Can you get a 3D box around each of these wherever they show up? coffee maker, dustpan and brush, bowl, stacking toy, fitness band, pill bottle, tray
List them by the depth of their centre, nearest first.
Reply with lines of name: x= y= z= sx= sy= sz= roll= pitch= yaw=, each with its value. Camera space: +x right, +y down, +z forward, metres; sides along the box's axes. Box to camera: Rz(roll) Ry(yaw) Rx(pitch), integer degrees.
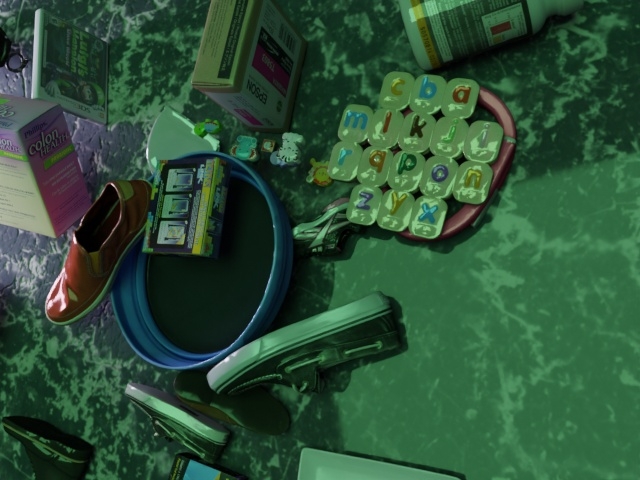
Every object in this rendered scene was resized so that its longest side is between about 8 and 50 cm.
tray: x=0.089 y=0.431 z=1.137 sx=0.270 sy=0.030 sz=0.145 roll=5 pitch=80 yaw=20
pill bottle: x=0.278 y=-0.400 z=1.168 sx=0.278 sy=0.162 sz=0.162 roll=-15 pitch=74 yaw=16
fitness band: x=0.209 y=-0.134 z=1.197 sx=0.209 sy=0.054 sz=0.291 roll=28 pitch=88 yaw=22
stacking toy: x=-0.098 y=-0.153 z=1.247 sx=0.221 sy=0.167 sz=0.052 roll=13 pitch=84 yaw=20
bowl: x=-0.216 y=0.037 z=1.260 sx=0.391 sy=0.077 sz=0.391 roll=-8 pitch=74 yaw=31
dustpan and brush: x=-0.306 y=-0.139 z=1.384 sx=0.147 sy=0.060 sz=0.211 roll=36 pitch=86 yaw=12
coffee maker: x=-0.782 y=-0.426 z=1.564 sx=0.178 sy=0.171 sz=0.120 roll=11 pitch=60 yaw=42

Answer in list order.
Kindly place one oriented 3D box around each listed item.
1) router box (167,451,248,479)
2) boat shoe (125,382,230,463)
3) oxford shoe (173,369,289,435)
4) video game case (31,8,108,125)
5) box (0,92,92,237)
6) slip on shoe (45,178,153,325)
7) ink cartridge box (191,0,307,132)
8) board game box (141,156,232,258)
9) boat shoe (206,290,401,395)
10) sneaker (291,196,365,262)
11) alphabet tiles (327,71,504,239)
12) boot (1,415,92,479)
router box: x=-0.215 y=0.479 z=1.224 sx=0.133 sy=0.046 sz=0.179 roll=14 pitch=84 yaw=21
boat shoe: x=-0.269 y=0.326 z=1.258 sx=0.219 sy=0.078 sz=0.070 roll=24 pitch=87 yaw=20
oxford shoe: x=-0.154 y=0.290 z=1.236 sx=0.212 sy=0.076 sz=0.076 roll=21 pitch=56 yaw=8
video game case: x=-0.505 y=-0.348 z=1.426 sx=0.022 sy=0.173 sz=0.190 roll=-10 pitch=76 yaw=29
box: x=-0.596 y=-0.151 z=1.376 sx=0.213 sy=0.243 sz=0.117 roll=12 pitch=41 yaw=21
slip on shoe: x=-0.420 y=0.019 z=1.289 sx=0.331 sy=0.101 sz=0.123 roll=-51 pitch=59 yaw=15
ink cartridge box: x=-0.118 y=-0.320 z=1.251 sx=0.088 sy=0.234 sz=0.193 roll=8 pitch=82 yaw=21
board game box: x=-0.232 y=-0.056 z=1.217 sx=0.141 sy=0.048 sz=0.170 roll=2 pitch=80 yaw=31
boat shoe: x=-0.025 y=0.198 z=1.162 sx=0.335 sy=0.121 sz=0.119 roll=-25 pitch=78 yaw=5
sneaker: x=0.000 y=0.000 z=1.234 sx=0.178 sy=0.072 sz=0.077 roll=-37 pitch=71 yaw=10
alphabet tiles: x=0.156 y=-0.147 z=1.184 sx=0.284 sy=0.021 sz=0.278 roll=12 pitch=83 yaw=24
boot: x=-0.544 y=0.427 z=1.339 sx=0.197 sy=0.077 sz=0.137 roll=18 pitch=91 yaw=23
